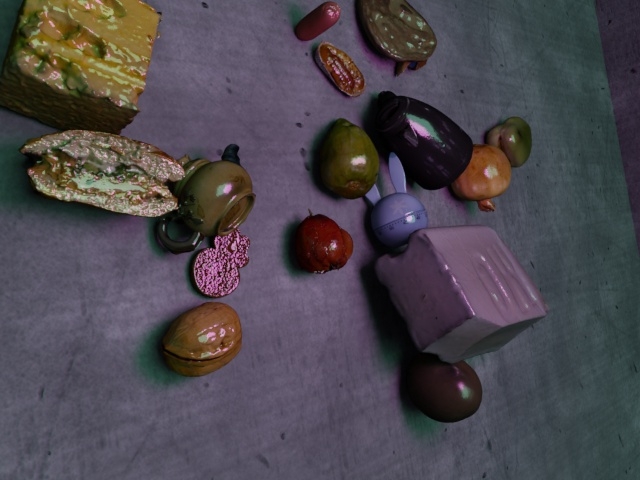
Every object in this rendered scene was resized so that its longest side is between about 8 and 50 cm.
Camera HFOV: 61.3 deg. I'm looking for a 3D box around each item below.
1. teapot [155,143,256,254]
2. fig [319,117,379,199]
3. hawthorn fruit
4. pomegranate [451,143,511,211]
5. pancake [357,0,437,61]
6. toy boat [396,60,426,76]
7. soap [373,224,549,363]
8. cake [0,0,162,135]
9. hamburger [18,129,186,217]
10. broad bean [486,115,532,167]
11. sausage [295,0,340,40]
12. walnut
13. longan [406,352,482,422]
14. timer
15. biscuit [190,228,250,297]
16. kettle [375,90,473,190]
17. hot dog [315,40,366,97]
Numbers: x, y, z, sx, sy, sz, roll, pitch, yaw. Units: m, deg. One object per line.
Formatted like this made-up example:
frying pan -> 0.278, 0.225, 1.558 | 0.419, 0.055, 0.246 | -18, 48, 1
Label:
teapot -> -0.253, -0.097, 1.157 | 0.183, 0.173, 0.269 | 39, 79, 10
fig -> 0.084, -0.229, 1.439 | 0.167, 0.167, 0.233 | 19, 78, -36
hawthorn fruit -> 0.000, 0.000, 1.350 | 0.148, 0.148, 0.171 | -12, 72, -40
pomegranate -> 0.522, -0.220, 1.782 | 0.207, 0.207, 0.206 | 8, 78, -38
pancake -> 0.231, -0.667, 1.671 | 0.295, 0.049, 0.294 | 13, 63, -27
toy boat -> 0.297, -0.576, 1.731 | 0.172, 0.065, 0.066 | -39, 98, -32
soap -> 0.396, 0.139, 1.502 | 0.435, 0.213, 0.350 | -1, 60, -47
cake -> -0.435, -0.364, 0.990 | 0.223, 0.228, 0.285 | 18, 71, -35
hamburger -> -0.413, -0.132, 1.019 | 0.283, 0.157, 0.143 | 11, 95, -32
broad bean -> 0.727, -0.367, 2.016 | 0.263, 0.121, 0.188 | -20, 99, -42
sausage -> -0.006, -0.577, 1.425 | 0.062, 0.154, 0.062 | 4, 83, -34
walnut -> -0.242, 0.206, 1.115 | 0.180, 0.144, 0.144 | -19, 95, -48
longan -> 0.344, 0.410, 1.511 | 0.197, 0.220, 0.196 | -28, 132, -38
timer -> 0.205, -0.096, 1.545 | 0.176, 0.175, 0.255 | 5, 51, -39
biscuit -> -0.223, 0.051, 1.225 | 0.124, 0.026, 0.175 | 46, 57, -25
kettle -> 0.274, -0.324, 1.604 | 0.290, 0.207, 0.268 | 33, 27, -29
hot dog -> 0.058, -0.483, 1.528 | 0.192, 0.053, 0.099 | 42, 55, -29
